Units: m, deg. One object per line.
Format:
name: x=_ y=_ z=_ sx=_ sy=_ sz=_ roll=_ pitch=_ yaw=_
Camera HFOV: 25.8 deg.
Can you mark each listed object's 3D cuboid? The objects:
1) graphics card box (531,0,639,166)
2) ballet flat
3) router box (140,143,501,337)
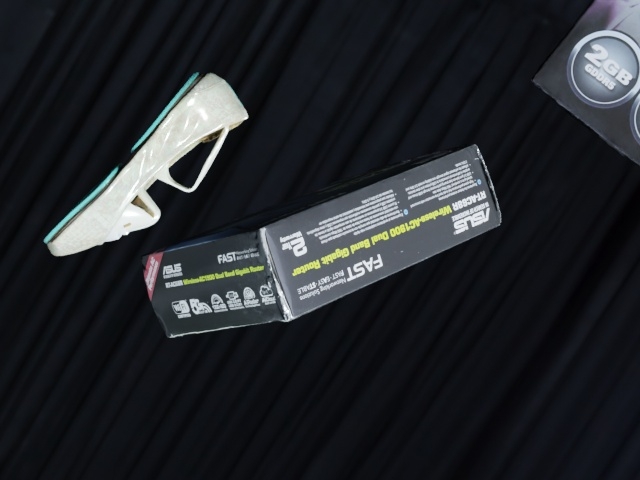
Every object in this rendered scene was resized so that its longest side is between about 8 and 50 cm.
graphics card box: x=0.322 y=-0.165 z=0.782 sx=0.233 sy=0.371 sz=0.094 roll=40 pitch=16 yaw=8
ballet flat: x=-0.115 y=-0.040 z=0.938 sx=0.052 sy=0.168 sz=0.057 roll=43 pitch=8 yaw=-4
router box: x=0.000 y=0.000 z=0.580 sx=0.122 sy=0.038 sz=0.092 roll=-23 pitch=8 yaw=-38
